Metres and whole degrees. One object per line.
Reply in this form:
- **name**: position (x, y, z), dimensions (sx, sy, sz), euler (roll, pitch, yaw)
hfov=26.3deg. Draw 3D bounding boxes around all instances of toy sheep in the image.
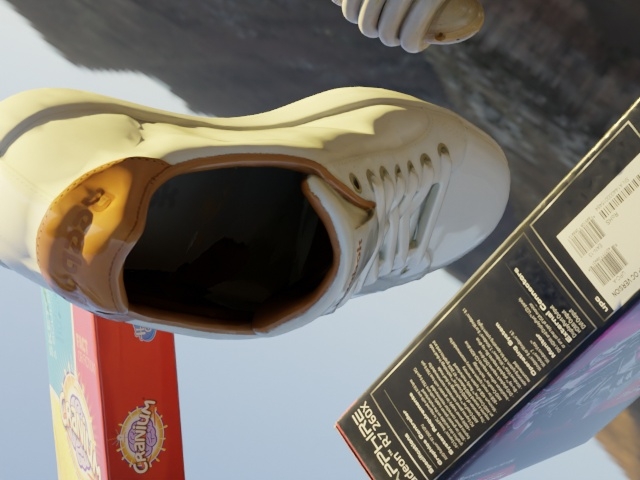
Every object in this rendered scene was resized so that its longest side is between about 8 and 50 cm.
- **toy sheep**: position (0.050, -0.172, 0.893), dimensions (0.132, 0.091, 0.091), euler (37, -173, 16)

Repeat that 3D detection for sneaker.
- **sneaker**: position (0.000, 0.000, 0.582), dimensions (0.290, 0.105, 0.123), euler (-5, -153, -42)

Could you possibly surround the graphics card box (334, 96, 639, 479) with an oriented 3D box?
- **graphics card box**: position (0.198, 0.029, 0.897), dimensions (0.233, 0.371, 0.094), euler (-9, -124, -46)

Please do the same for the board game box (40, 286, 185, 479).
- **board game box**: position (-0.178, 0.177, 1.181), dimensions (0.064, 0.316, 0.242), euler (-6, -174, -21)
